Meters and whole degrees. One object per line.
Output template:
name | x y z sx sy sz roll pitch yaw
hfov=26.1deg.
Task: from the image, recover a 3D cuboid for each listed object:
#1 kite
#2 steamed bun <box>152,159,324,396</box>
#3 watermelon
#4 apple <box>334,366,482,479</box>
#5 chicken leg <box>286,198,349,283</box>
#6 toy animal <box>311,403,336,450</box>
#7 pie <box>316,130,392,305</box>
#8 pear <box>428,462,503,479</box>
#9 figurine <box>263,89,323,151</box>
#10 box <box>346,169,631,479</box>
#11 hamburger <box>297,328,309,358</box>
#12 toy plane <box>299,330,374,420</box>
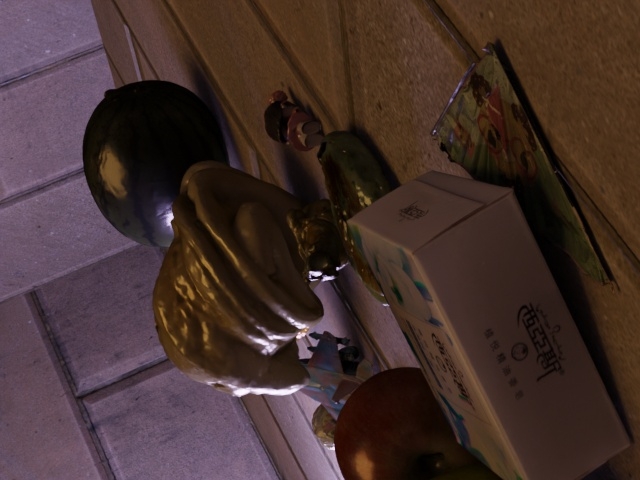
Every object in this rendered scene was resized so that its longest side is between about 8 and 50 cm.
kite | 0.173 -0.065 1.253 0.323 0.013 0.268 48 157 53
steamed bun | -0.104 0.065 2.136 0.324 0.230 0.372 -6 -81 -64
watermelon | -0.313 -0.152 2.617 0.279 0.278 0.359 -127 20 -50
apple | 0.109 0.250 1.707 0.174 0.188 0.188 -124 14 -73
chicken leg | 0.000 0.000 1.887 0.228 0.088 0.103 -57 -42 -78
toy animal | 0.054 0.320 2.359 0.137 0.098 0.098 12 140 21
pie | 0.059 -0.027 1.736 0.240 0.054 0.241 158 90 -78
pear | 0.175 0.359 1.375 0.294 0.294 0.294 157 90 -78
figurine | -0.042 -0.164 1.926 0.129 0.054 0.072 -142 35 -63
box | 0.154 0.084 1.305 0.274 0.116 0.203 63 169 -15
hamburger | -0.124 0.079 2.479 0.290 0.170 0.314 107 138 -82
toy plane | 0.005 0.229 2.286 0.326 0.104 0.223 20 132 58
